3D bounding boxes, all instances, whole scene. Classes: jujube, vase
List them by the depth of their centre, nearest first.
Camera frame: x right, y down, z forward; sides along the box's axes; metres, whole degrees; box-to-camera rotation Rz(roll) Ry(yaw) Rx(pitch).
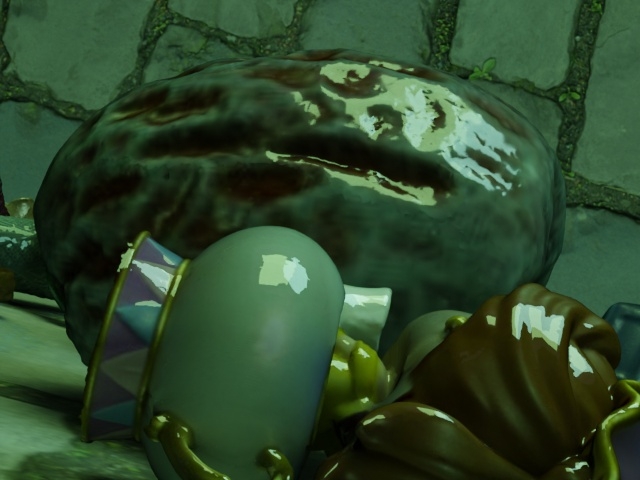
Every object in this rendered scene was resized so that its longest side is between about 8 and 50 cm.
[{"bbox_3d":[-0.016,0.001,0.929,0.308,0.215,0.246,7,-24,13],"label":"jujube"},{"bbox_3d":[-0.240,0.018,1.413,0.219,0.096,0.096,11,3,-33],"label":"vase"}]

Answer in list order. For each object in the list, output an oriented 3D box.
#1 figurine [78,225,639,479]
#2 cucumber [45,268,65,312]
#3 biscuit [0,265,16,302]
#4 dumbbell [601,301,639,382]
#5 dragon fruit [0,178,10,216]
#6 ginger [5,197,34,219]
[{"bbox_3d":[0.031,0.079,0.712,0.263,0.142,0.189,16,33,3],"label":"figurine"},{"bbox_3d":[-0.216,0.007,1.350,0.039,0.168,0.039,-5,-36,-4],"label":"cucumber"},{"bbox_3d":[-0.351,0.017,1.207,0.180,0.039,0.236,19,4,40],"label":"biscuit"},{"bbox_3d":[0.373,0.153,1.305,0.325,0.144,0.160,17,4,34],"label":"dumbbell"},{"bbox_3d":[-0.355,-0.016,1.500,0.102,0.096,0.147,20,-39,33],"label":"dragon fruit"},{"bbox_3d":[-0.217,0.027,1.660,0.288,0.075,0.089,20,26,23],"label":"ginger"}]
